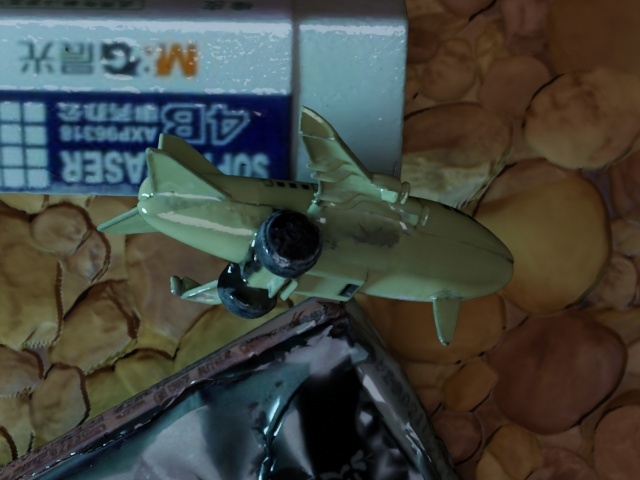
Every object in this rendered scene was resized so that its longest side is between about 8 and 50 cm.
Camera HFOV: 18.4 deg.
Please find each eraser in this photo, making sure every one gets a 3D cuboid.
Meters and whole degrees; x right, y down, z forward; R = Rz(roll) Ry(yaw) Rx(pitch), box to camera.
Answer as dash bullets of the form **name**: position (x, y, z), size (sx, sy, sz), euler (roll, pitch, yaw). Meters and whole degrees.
- **eraser**: position (-0.093, -0.095, 1.205), size (0.287, 0.086, 0.130), euler (2, 116, -2)

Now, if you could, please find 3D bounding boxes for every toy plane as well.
- **toy plane**: position (0.000, 0.000, 1.160), size (0.244, 0.092, 0.229), euler (17, 151, -14)

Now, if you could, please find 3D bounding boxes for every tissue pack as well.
- **tissue pack**: position (-0.066, 0.202, 1.291), size (0.332, 0.123, 0.245), euler (-28, 109, 9)
